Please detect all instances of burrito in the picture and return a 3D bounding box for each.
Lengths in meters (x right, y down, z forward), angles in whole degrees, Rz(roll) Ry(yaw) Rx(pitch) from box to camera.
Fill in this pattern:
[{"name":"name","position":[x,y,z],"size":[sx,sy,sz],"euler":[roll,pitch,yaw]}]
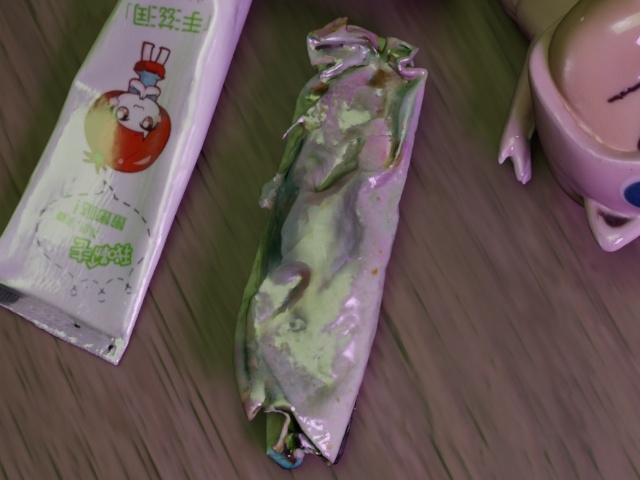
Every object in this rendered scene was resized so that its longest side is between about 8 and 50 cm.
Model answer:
[{"name":"burrito","position":[0.003,0.001,1.275],"size":[0.096,0.066,0.309],"euler":[10,79,9]}]

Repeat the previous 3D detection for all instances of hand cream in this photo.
[{"name":"hand cream","position":[-0.128,-0.089,1.330],"size":[0.121,0.076,0.336],"euler":[22,85,16]}]

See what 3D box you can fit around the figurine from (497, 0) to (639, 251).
[{"name":"figurine","position":[0.185,-0.139,1.231],"size":[0.176,0.186,0.287],"euler":[-17,64,1]}]
